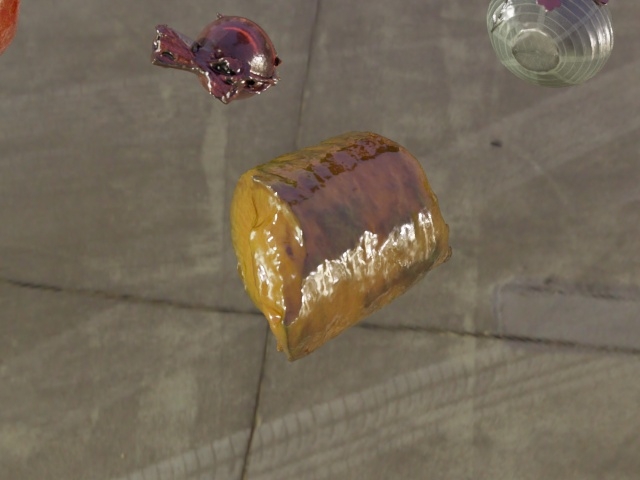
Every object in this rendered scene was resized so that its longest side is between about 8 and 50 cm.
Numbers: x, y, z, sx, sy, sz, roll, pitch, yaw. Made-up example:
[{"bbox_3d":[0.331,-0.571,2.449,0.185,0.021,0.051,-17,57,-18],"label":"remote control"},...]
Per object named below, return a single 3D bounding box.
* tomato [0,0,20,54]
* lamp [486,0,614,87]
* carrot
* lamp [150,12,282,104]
[{"bbox_3d":[-0.567,-0.368,1.512,0.227,0.270,0.270,-32,59,-26],"label":"tomato"},{"bbox_3d":[0.456,-0.431,2.083,0.265,0.233,0.233,20,49,11],"label":"lamp"},{"bbox_3d":[0.000,0.000,1.343,0.341,0.241,0.241,-27,57,-37],"label":"carrot"},{"bbox_3d":[-0.176,-0.335,1.868,0.215,0.151,0.223,26,8,9],"label":"lamp"}]
